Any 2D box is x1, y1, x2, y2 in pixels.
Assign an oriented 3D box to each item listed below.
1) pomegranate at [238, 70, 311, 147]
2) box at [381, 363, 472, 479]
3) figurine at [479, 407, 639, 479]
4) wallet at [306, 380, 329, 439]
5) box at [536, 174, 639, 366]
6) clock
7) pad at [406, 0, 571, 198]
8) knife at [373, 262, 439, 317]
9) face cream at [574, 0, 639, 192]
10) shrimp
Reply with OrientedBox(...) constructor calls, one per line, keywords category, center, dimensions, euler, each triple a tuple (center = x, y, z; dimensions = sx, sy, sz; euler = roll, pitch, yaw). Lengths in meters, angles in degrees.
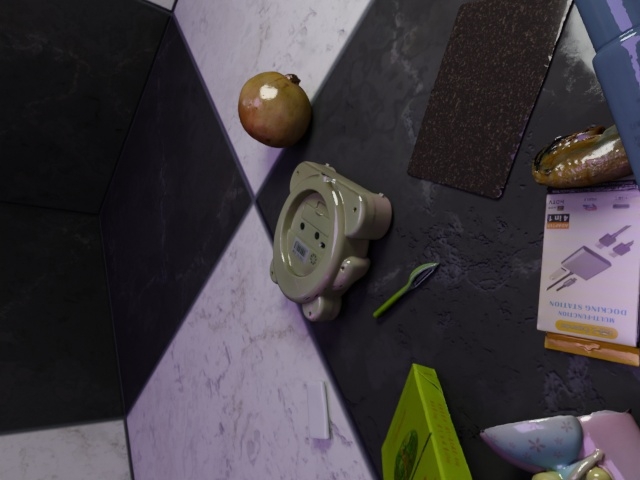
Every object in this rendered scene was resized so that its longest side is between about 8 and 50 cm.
OrientedBox(category="pomegranate", center=(-0.116, -0.332, 1.160), dimensions=(0.191, 0.191, 0.191), euler=(-12, 75, 50))
OrientedBox(category="box", center=(0.144, 0.338, 0.669), dimensions=(0.335, 0.047, 0.187), euler=(-68, -5, -79))
OrientedBox(category="figurine", center=(0.259, 0.380, 0.530), dimensions=(0.284, 0.206, 0.315), euler=(-8, 57, 6))
OrientedBox(category="wallet", center=(-0.006, 0.378, 1.025), dimensions=(0.061, 0.025, 0.122), euler=(-23, 66, 49))
OrientedBox(category="box", center=(0.367, 0.034, 0.615), dimensions=(0.129, 0.033, 0.247), euler=(1, 84, 51))
OrientedBox(category="clock", center=(0.000, 0.000, 1.022), dimensions=(0.284, 0.114, 0.309), euler=(38, 115, 46))
OrientedBox(category="pad", center=(0.278, -0.253, 0.799), dimensions=(0.220, 0.004, 0.330), euler=(30, 107, 50))
OrientedBox(category="knife", center=(0.158, 0.094, 0.875), dimensions=(0.026, 0.022, 0.184), euler=(49, 124, 13))
OrientedBox(category="face cream", center=(0.378, -0.125, 0.491), dimensions=(0.136, 0.086, 0.385), euler=(-23, 88, 17))
OrientedBox(category="shrimp", center=(0.399, -0.137, 0.571), dimensions=(0.262, 0.066, 0.117), euler=(-16, 44, 33))
